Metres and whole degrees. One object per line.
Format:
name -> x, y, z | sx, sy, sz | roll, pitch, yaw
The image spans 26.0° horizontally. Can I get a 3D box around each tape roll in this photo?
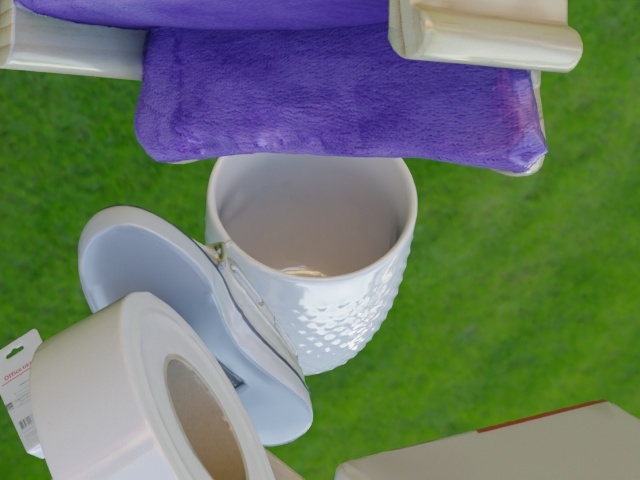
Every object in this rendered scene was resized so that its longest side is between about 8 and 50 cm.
tape roll -> -0.143, 0.192, 1.262 | 0.100, 0.286, 0.286 | -28, 149, 9

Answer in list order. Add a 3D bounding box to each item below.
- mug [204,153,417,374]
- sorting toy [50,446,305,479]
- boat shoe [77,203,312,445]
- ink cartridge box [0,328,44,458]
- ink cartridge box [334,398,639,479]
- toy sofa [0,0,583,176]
mug -> 0.000, 0.000, 1.942 | 0.374, 0.276, 0.328 | -57, 165, -33
sorting toy -> -0.189, 0.323, 1.742 | 0.255, 0.257, 0.089 | -53, 176, 1
boat shoe -> -0.124, 0.059, 1.473 | 0.136, 0.156, 0.367 | -28, 129, 19
ink cartridge box -> -0.451, 0.245, 2.227 | 0.104, 0.180, 0.060 | -32, 155, 4
ink cartridge box -> 0.093, 0.238, 0.700 | 0.197, 0.114, 0.272 | -7, 115, -38
toy sofa -> -0.035, -0.131, 0.841 | 0.150, 0.363, 0.177 | -1, 95, -49
